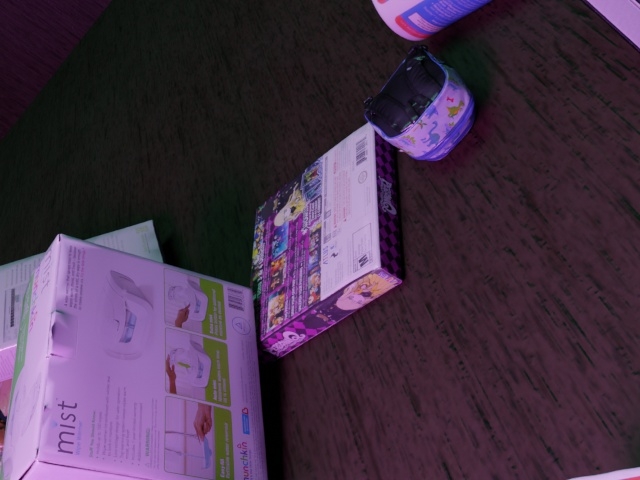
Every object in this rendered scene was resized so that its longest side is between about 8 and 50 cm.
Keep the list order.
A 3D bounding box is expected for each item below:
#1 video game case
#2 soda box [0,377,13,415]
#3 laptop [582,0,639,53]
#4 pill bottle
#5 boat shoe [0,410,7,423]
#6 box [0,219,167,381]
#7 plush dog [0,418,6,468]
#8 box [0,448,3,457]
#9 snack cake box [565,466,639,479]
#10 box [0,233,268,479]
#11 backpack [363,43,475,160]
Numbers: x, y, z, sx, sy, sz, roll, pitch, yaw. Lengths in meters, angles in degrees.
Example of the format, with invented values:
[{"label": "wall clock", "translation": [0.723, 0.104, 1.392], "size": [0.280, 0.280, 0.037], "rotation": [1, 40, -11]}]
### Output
[{"label": "video game case", "translation": [0.000, 0.000, 1.000], "size": [0.210, 0.042, 0.232], "rotation": [-35, 37, 32]}, {"label": "soda box", "translation": [-0.448, 0.185, 1.258], "size": [0.181, 0.058, 0.061], "rotation": [30, 104, 48]}, {"label": "laptop", "translation": [0.368, -0.271, 0.568], "size": [0.382, 0.408, 0.236], "rotation": [-47, -2, 13]}, {"label": "pill bottle", "translation": [0.169, -0.329, 1.000], "size": [0.221, 0.124, 0.124], "rotation": [-22, 44, 42]}, {"label": "boat shoe", "translation": [-0.408, 0.224, 1.329], "size": [0.258, 0.109, 0.089], "rotation": [-58, 33, 30]}, {"label": "box", "translation": [-0.374, 0.088, 1.258], "size": [0.322, 0.058, 0.232], "rotation": [-16, 32, -9]}, {"label": "plush dog", "translation": [-0.304, 0.316, 0.957], "size": [0.262, 0.210, 0.225], "rotation": [-42, -21, -47]}, {"label": "box", "translation": [-0.487, 0.382, 1.272], "size": [0.130, 0.091, 0.170], "rotation": [-15, 49, 48]}, {"label": "snack cake box", "translation": [0.202, 0.247, 0.434], "size": [0.152, 0.089, 0.264], "rotation": [-27, 40, 42]}, {"label": "box", "translation": [-0.186, 0.151, 0.889], "size": [0.127, 0.231, 0.262], "rotation": [-49, 36, 37]}, {"label": "backpack", "translation": [0.113, -0.137, 0.931], "size": [0.105, 0.084, 0.114], "rotation": [-49, 26, 12]}]
